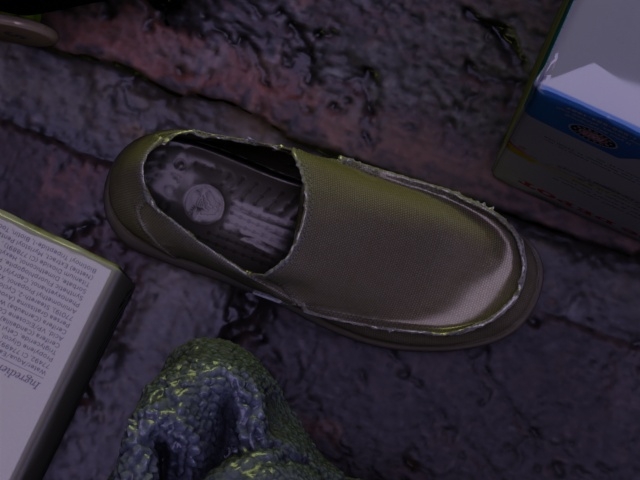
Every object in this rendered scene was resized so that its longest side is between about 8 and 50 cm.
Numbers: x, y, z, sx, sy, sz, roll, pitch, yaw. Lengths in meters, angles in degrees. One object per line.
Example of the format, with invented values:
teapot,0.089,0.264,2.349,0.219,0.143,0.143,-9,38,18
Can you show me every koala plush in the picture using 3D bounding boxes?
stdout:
koala plush,-0.008,0.174,1.012,0.221,0.196,0.203,18,74,5

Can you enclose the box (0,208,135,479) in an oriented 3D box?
box,-0.215,0.120,1.058,0.113,0.094,0.275,26,84,3

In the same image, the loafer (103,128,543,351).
loafer,0.000,0.000,1.075,0.268,0.092,0.102,13,84,1

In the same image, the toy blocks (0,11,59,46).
toy blocks,-0.205,-0.201,1.114,0.123,0.054,0.148,9,83,1

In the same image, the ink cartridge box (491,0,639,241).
ink cartridge box,0.212,-0.095,1.018,0.171,0.233,0.168,25,82,2

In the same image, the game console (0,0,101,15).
game console,-0.153,-0.313,1.118,0.213,0.044,0.361,-14,75,-19
